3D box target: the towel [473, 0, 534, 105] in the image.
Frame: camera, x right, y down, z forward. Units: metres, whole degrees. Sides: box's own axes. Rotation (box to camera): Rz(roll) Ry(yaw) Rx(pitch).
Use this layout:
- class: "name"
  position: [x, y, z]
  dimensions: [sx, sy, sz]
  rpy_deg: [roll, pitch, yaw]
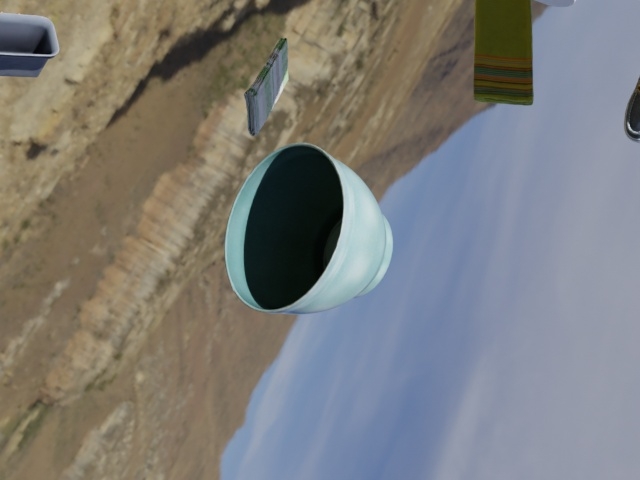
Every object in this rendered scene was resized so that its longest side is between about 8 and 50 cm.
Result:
- class: "towel"
  position: [0.313, -0.343, 1.504]
  dimensions: [0.021, 0.102, 0.237]
  rpy_deg: [97, -3, -73]

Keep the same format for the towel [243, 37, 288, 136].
- class: "towel"
  position: [-0.094, -0.273, 1.559]
  dimensions: [0.113, 0.023, 0.152]
  rpy_deg: [94, 18, -57]

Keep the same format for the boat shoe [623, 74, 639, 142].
- class: "boat shoe"
  position: [0.476, -0.226, 1.251]
  dimensions: [0.083, 0.065, 0.183]
  rpy_deg: [-6, 123, -52]

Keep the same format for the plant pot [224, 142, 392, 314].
- class: "plant pot"
  position: [0.000, 0.000, 1.531]
  dimensions: [0.293, 0.196, 0.292]
  rpy_deg: [-19, -117, 41]

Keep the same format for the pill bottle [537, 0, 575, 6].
- class: "pill bottle"
  position: [0.304, -0.405, 0.998]
  dimensions: [0.146, 0.146, 0.264]
  rpy_deg: [-133, -112, -87]

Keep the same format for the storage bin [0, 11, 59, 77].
- class: "storage bin"
  position: [-0.536, -0.335, 1.520]
  dimensions: [0.135, 0.098, 0.091]
  rpy_deg: [-5, 157, -35]
